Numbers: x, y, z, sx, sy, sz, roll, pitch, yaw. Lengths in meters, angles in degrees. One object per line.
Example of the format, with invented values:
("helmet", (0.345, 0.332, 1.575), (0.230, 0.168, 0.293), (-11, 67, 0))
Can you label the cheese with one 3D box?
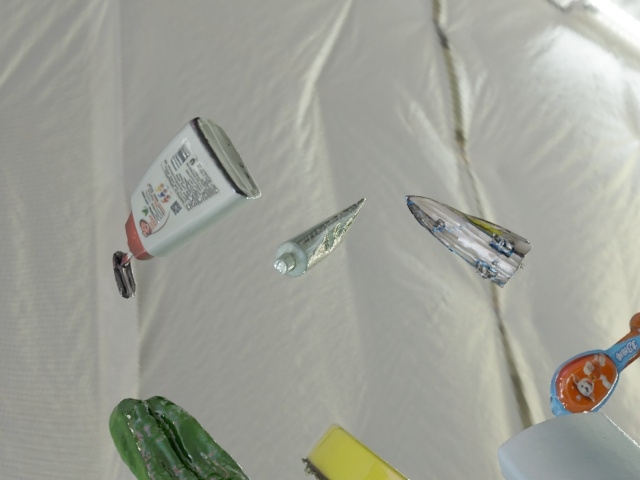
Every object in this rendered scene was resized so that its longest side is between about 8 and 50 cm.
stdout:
("cheese", (0.499, 0.220, 1.769), (0.256, 0.037, 0.106), (-36, -84, -10))

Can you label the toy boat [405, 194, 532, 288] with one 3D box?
("toy boat", (0.215, -0.009, 1.517), (0.210, 0.084, 0.066), (34, -154, 7))

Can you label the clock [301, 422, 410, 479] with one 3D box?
("clock", (0.119, 0.227, 0.754), (0.293, 0.277, 0.071), (40, -98, -23))

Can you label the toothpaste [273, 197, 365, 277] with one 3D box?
("toothpaste", (0.000, 0.000, 1.175), (0.041, 0.064, 0.218), (32, -154, 13))

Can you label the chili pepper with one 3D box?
("chili pepper", (-0.117, 0.231, 0.979), (0.257, 0.074, 0.100), (39, -138, 27))

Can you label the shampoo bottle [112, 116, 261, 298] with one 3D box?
("shampoo bottle", (-0.214, -0.035, 1.450), (0.071, 0.284, 0.153), (-3, -125, -51))

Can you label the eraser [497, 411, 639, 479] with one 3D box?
("eraser", (0.384, 0.350, 1.441), (0.290, 0.189, 0.104), (-122, 11, -75))
